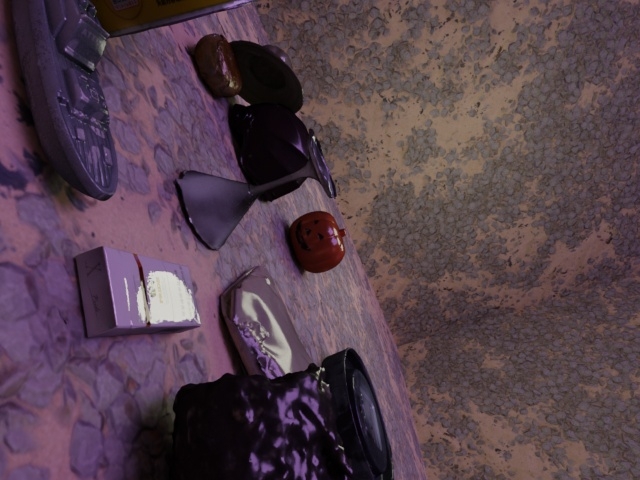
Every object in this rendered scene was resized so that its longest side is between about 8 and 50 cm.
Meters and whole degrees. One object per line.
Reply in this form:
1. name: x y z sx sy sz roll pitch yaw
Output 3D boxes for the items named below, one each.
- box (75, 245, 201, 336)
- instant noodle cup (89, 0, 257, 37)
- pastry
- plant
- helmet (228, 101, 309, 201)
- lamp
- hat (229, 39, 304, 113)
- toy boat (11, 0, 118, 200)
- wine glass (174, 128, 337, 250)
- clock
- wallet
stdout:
1. box: -0.195 0.062 0.475 0.154 0.040 0.083 35 39 -71
2. instant noodle cup: -0.225 -0.439 0.574 0.325 0.326 0.254 -94 171 -57
3. pastry: -0.241 -0.416 1.018 0.153 0.081 0.153 -20 90 -84
4. plant: -0.064 0.247 0.432 0.178 0.204 0.233 10 67 -33
5. helmet: -0.115 -0.262 1.137 0.225 0.177 0.305 45 28 -63
6. lamp: 0.000 0.000 1.270 0.187 0.164 0.187 -21 90 -82
7. hat: -0.135 -0.460 1.141 0.109 0.252 0.252 -64 149 -21
8. toy boat: -0.256 -0.162 0.443 0.078 0.085 0.260 27 44 -76
9. wine glass: -0.098 -0.089 0.720 0.156 0.232 0.156 -19 90 -80
10. clock: 0.102 0.485 1.140 0.386 0.077 0.385 -20 90 -80
11. wallet: -0.077 0.205 0.777 0.335 0.068 0.275 65 6 5
